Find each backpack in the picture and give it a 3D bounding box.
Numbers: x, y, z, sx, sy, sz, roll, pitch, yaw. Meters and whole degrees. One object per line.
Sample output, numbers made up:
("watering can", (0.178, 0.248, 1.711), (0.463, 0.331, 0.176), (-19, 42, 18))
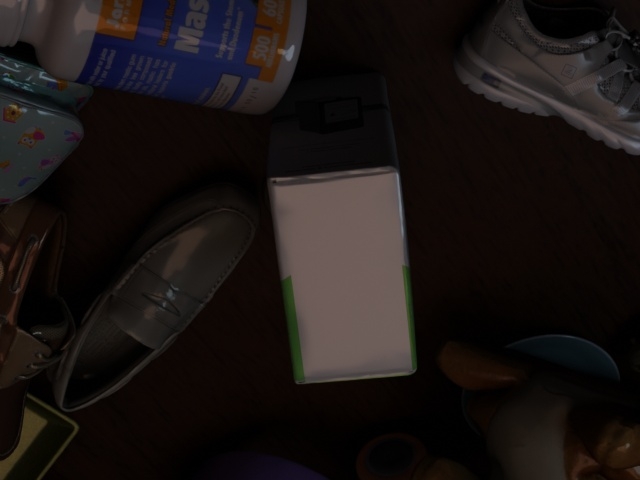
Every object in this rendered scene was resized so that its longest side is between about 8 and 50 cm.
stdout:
("backpack", (-0.317, -0.115, 1.314), (0.166, 0.144, 0.188), (13, 138, -42))

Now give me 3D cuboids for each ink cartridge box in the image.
("ink cartridge box", (0.020, -0.020, 1.316), (0.115, 0.273, 0.198), (-6, 113, 3))

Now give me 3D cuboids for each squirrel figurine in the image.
("squirrel figurine", (0.263, 0.336, 1.565), (0.397, 0.281, 0.370), (13, 97, -47))

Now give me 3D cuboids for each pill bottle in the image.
("pill bottle", (-0.162, -0.205, 1.237), (0.272, 0.152, 0.152), (8, 127, -21))
("pill bottle", (0.108, 0.344, 1.721), (0.130, 0.130, 0.245), (-13, 128, 5))

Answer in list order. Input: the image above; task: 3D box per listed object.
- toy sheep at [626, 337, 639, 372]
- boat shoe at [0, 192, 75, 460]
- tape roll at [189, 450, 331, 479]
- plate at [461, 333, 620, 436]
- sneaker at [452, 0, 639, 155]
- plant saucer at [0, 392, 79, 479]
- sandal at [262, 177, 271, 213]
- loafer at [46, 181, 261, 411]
("toy sheep", (0.410, 0.121, 1.603), (0.132, 0.091, 0.091), (-19, 127, 16))
("boat shoe", (-0.318, 0.094, 1.455), (0.116, 0.123, 0.324), (14, 118, 12))
("tape roll", (-0.050, 0.375, 1.685), (0.275, 0.090, 0.274), (17, 136, 17))
("plate", (0.258, 0.174, 1.669), (0.188, 0.024, 0.188), (-2, 128, -2))
("sneaker", (0.274, -0.163, 1.354), (0.281, 0.105, 0.115), (13, 126, -14))
("plant saucer", (-0.402, 0.226, 1.603), (0.188, 0.045, 0.188), (36, 96, -19))
("sandal", (0.000, 0.000, 1.494), (0.072, 0.049, 0.180), (-29, 125, 17))
("loafer", (-0.175, 0.066, 1.491), (0.112, 0.111, 0.319), (31, 120, -25))
